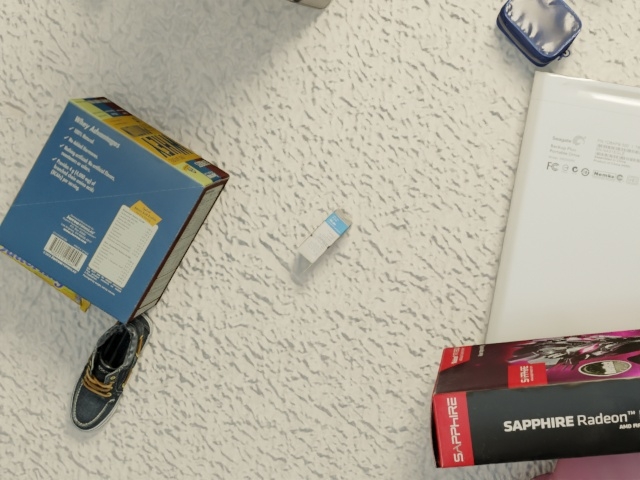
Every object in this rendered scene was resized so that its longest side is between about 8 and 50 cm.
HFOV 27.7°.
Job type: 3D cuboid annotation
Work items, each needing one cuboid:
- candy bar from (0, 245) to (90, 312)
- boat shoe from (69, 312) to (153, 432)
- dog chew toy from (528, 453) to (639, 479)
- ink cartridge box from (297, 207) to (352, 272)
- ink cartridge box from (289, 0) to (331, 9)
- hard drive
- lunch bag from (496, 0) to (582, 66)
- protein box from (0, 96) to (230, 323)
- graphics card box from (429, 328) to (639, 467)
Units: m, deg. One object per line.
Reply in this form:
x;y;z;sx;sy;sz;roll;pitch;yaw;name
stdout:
-0.363;0.035;1.702;0.161;0.018;0.040;33;101;2;candy bar
-0.282;0.174;1.675;0.065;0.083;0.183;29;101;4;boat shoe
0.314;0.354;1.556;0.332;0.206;0.206;-40;90;19;dog chew toy
0.000;0.000;1.626;0.028;0.048;0.083;45;101;1;ink cartridge box
-0.019;-0.418;1.398;0.166;0.395;0.285;34;101;5;ink cartridge box
0.343;-0.012;1.573;0.233;0.047;0.353;10;99;7;hard drive
0.262;-0.255;1.544;0.067;0.065;0.098;-42;89;-4;lunch bag
-0.257;-0.042;1.615;0.200;0.136;0.201;32;101;4;protein box
0.314;0.169;1.461;0.371;0.233;0.094;-5;97;10;graphics card box
